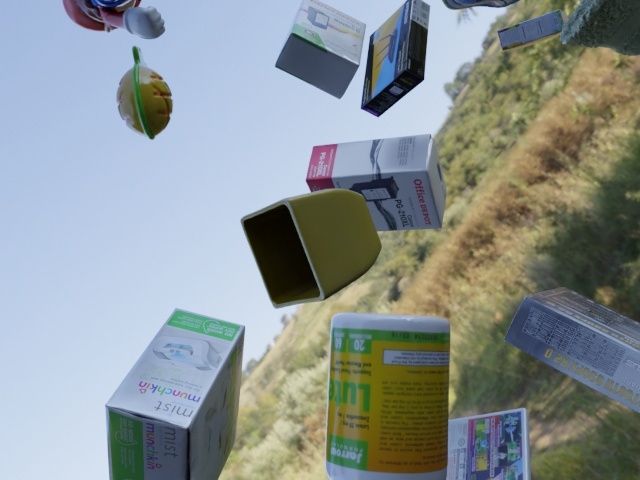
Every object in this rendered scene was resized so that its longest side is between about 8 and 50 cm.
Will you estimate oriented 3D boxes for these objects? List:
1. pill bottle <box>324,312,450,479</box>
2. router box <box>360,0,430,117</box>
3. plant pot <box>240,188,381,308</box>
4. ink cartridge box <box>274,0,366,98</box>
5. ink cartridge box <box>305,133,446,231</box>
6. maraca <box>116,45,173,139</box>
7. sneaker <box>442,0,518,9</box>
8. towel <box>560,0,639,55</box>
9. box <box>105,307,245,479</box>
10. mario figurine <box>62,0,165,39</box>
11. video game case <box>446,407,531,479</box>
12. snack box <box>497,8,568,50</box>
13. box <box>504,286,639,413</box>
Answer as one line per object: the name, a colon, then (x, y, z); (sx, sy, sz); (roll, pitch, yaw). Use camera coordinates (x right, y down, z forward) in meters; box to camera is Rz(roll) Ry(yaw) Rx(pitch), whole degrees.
pill bottle: (0.075, 0.207, 0.784); (0.136, 0.136, 0.245); (38, -126, -77)
router box: (0.133, -0.326, 1.243); (0.133, 0.046, 0.178); (-34, 40, 51)
plant pot: (0.000, 0.000, 0.564); (0.083, 0.081, 0.081); (-22, 3, -33)
ink cartridge box: (0.005, -0.413, 1.477); (0.093, 0.154, 0.212); (-58, 13, 36)
ink cartridge box: (0.113, -0.105, 1.363); (0.172, 0.237, 0.100); (64, -150, -48)
maraca: (-0.323, -0.270, 1.284); (0.099, 0.185, 0.127); (-9, -28, -5)
sneaker: (0.189, -0.274, 0.727); (0.144, 0.053, 0.059); (-25, 7, -32)
towel: (0.305, -0.234, 0.655); (0.110, 0.027, 0.148); (1, -31, -22)
box: (-0.209, 0.280, 1.050); (0.231, 0.127, 0.261); (-64, -15, -57)
mario figurine: (-0.322, -0.436, 1.133); (0.320, 0.170, 0.198); (-161, 86, -70)
video game case: (0.261, 0.379, 1.176); (0.184, 0.023, 0.201); (-17, 30, 25)
snack box: (0.356, -0.346, 1.157); (0.100, 0.037, 0.141); (-13, 9, 25)
box: (0.332, 0.127, 0.737); (0.183, 0.231, 0.056); (-1, -65, -59)
